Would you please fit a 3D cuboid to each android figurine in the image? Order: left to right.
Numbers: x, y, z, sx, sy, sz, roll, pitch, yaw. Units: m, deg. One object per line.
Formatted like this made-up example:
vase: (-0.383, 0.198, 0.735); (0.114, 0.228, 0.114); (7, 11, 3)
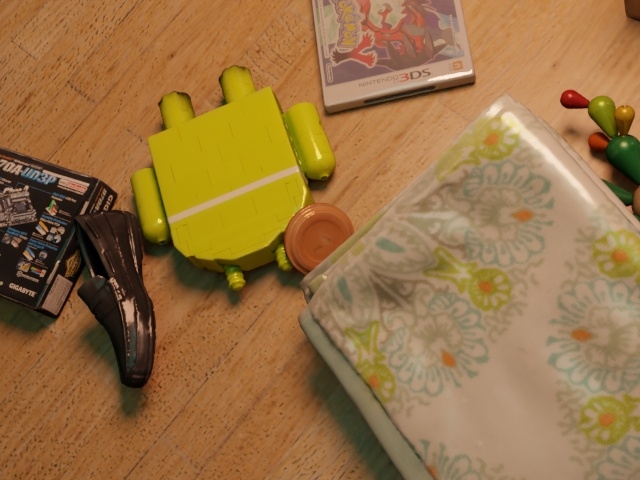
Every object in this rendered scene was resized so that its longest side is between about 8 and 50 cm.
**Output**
android figurine: (-0.105, -0.074, 1.065); (0.248, 0.056, 0.273); (-23, 65, 5)

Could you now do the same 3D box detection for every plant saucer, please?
plant saucer: (0.000, 0.000, 1.002); (0.083, 0.083, 0.013); (-48, 22, -6)

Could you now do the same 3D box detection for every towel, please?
towel: (0.178, 0.096, 0.844); (0.320, 0.090, 0.374); (-45, 69, 21)

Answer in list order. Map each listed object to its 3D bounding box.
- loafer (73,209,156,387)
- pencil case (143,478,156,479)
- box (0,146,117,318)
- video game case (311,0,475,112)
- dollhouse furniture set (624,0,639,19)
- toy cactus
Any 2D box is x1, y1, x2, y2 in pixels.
loafer: (-0.238, 0.065, 1.028); (0.078, 0.076, 0.223); (0, 59, -28)
pencil case: (-0.250, 0.416, 0.864); (0.410, 0.160, 0.183); (-43, 75, -3)
box: (-0.388, -0.020, 1.122); (0.220, 0.051, 0.175); (17, 75, 20)
video game case: (0.084, -0.266, 1.105); (0.183, 0.023, 0.201); (-11, 67, 10)
dollhouse furniture set: (0.442, -0.288, 0.923); (0.242, 0.161, 0.212); (26, 78, 32)
toy cactus: (0.311, -0.053, 0.933); (0.180, 0.112, 0.219); (10, 64, 8)
